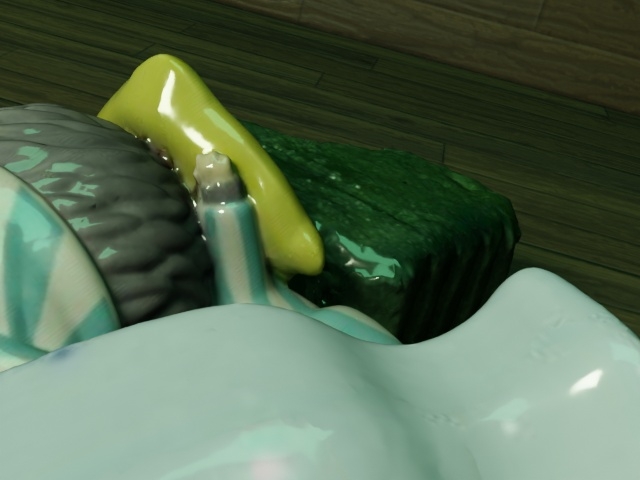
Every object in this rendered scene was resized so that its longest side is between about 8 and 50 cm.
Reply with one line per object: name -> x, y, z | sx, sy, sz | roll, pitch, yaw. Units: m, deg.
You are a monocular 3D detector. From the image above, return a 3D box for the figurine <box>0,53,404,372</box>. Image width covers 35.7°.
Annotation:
figurine -> -0.160, 0.106, 0.602 | 0.361, 0.266, 0.378 | 40, 47, 13

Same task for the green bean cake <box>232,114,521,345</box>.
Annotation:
green bean cake -> 0.000, 0.000, 0.944 | 0.300, 0.169, 0.308 | 29, 26, 26

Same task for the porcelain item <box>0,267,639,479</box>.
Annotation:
porcelain item -> -0.063, 0.152, 0.395 | 0.405, 0.242, 0.178 | -16, 54, -15
